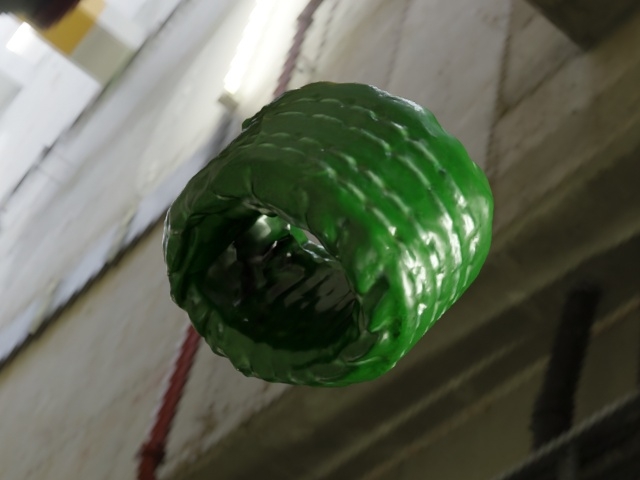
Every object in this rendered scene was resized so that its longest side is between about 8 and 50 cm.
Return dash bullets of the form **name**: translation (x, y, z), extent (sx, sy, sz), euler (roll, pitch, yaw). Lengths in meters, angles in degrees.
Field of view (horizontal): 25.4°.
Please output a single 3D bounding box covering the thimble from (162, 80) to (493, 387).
- **thimble**: translation (0.000, 0.000, 0.590), extent (0.090, 0.118, 0.130), euler (-45, 173, -40)
